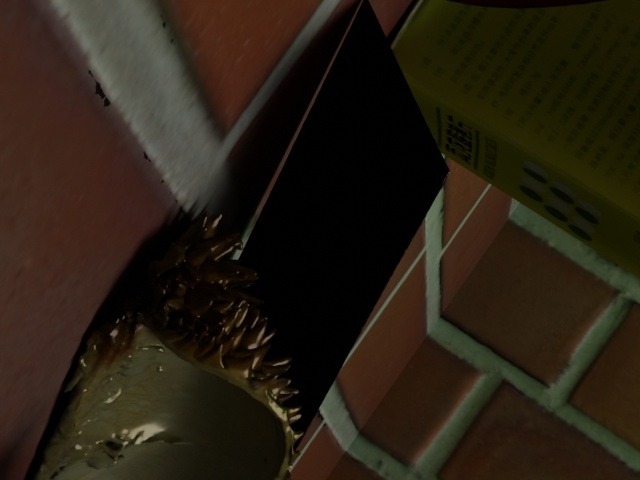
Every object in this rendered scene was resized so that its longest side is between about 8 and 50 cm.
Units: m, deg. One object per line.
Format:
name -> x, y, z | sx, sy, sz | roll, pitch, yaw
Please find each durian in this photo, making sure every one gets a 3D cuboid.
durian -> -0.087, 0.099, 0.983 | 0.139, 0.144, 0.252 | -17, 151, -40

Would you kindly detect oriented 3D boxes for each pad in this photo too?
pad -> 0.000, 0.000, 1.013 | 0.245, 0.006, 0.170 | -64, -149, 33

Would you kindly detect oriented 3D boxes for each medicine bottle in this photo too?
medicine bottle -> 0.174, -0.093, 1.172 | 0.141, 0.250, 0.137 | -57, 169, -5

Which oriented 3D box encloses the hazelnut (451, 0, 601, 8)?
hazelnut -> 0.065, -0.164, 0.514 | 0.208, 0.208, 0.208 | -53, 170, -13
